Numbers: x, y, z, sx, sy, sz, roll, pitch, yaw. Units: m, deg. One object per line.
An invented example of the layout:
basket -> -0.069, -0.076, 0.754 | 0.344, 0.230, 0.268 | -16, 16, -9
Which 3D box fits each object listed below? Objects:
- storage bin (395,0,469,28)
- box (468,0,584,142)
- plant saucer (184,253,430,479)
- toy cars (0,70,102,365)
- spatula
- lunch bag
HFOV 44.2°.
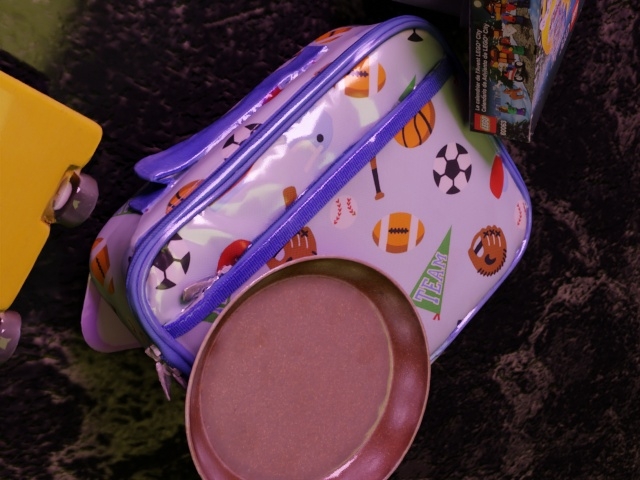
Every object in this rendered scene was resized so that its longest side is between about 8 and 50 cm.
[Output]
storage bin -> 0.080, -0.220, 0.538 | 0.091, 0.098, 0.135 | 13, 112, 10
box -> 0.155, -0.204, 0.528 | 0.159, 0.044, 0.233 | 77, 34, -52
plant saucer -> -0.007, 0.090, 0.485 | 0.168, 0.029, 0.169 | -5, 101, -30
toy cars -> -0.221, -0.102, 0.410 | 0.176, 0.087, 0.394 | -20, 119, -29
spatula -> -0.046, 0.048, 0.626 | 0.296, 0.030, 0.084 | 5, 106, -35
lunch bag -> 0.000, 0.000, 0.556 | 0.303, 0.115, 0.243 | -45, 121, -18
